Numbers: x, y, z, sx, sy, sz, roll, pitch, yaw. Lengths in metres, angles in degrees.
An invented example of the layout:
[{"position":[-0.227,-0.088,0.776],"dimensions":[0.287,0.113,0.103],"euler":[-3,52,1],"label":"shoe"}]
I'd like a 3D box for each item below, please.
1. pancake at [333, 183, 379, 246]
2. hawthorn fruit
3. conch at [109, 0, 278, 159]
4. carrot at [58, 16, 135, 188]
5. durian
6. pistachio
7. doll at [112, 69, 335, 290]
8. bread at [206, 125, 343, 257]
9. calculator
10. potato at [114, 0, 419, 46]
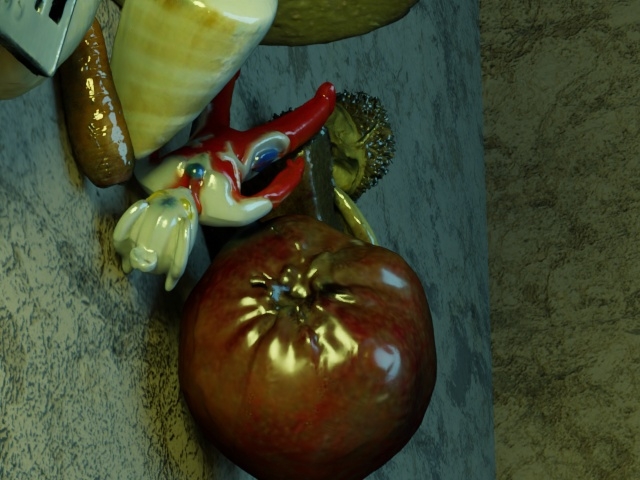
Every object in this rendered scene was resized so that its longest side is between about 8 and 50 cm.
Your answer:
[{"position":[0.000,0.000,2.013],"dimensions":[0.031,0.250,0.250],"euler":[-28,117,-28],"label":"pancake"},{"position":[-0.009,0.135,1.731],"dimensions":[0.325,0.308,0.308],"euler":[49,37,-65],"label":"hawthorn fruit"},{"position":[-0.147,-0.199,1.538],"dimensions":[0.255,0.158,0.127],"euler":[-60,164,6],"label":"conch"},{"position":[-0.228,-0.142,1.530],"dimensions":[0.060,0.060,0.186],"euler":[-27,102,-73],"label":"carrot"},{"position":[0.010,-0.133,2.117],"dimensions":[0.196,0.196,0.167],"euler":[-55,150,-67],"label":"durian"},{"position":[-0.263,-0.197,1.347],"dimensions":[0.145,0.117,0.200],"euler":[-62,-175,21],"label":"pistachio"},{"position":[-0.119,-0.082,1.692],"dimensions":[0.384,0.188,0.099],"euler":[-61,168,-46],"label":"doll"},{"position":[-0.029,0.066,1.927],"dimensions":[0.113,0.165,0.416],"euler":[-58,138,-58],"label":"bread"},{"position":[-0.222,-0.227,1.153],"dimensions":[0.262,0.021,0.161],"euler":[48,56,-77],"label":"calculator"},{"position":[-0.053,-0.436,1.632],"dimensions":[0.442,0.385,0.319],"euler":[103,-15,-72],"label":"potato"}]
